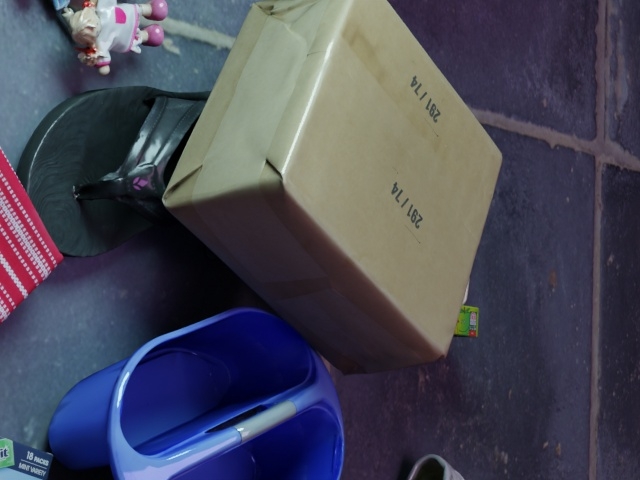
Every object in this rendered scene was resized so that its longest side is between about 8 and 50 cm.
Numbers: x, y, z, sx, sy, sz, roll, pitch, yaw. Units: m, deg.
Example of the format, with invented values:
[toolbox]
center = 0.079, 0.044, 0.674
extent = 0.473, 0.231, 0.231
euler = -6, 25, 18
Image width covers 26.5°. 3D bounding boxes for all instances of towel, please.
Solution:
[towel]
center = -0.356, 0.035, 1.211
extent = 0.275, 0.031, 0.199
euler = -50, 135, -33

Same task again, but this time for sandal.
[sandal]
center = -0.149, -0.097, 1.484
extent = 0.446, 0.107, 0.167
euler = -23, 109, -51

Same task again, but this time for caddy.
[caddy]
center = -0.112, 0.208, 1.425
extent = 0.341, 0.179, 0.241
euler = -21, 87, -52

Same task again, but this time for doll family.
[doll family]
center = -0.237, -0.308, 1.393
extent = 0.163, 0.118, 0.263
euler = -14, 119, -59

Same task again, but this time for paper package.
[paper package]
center = 0.030, -0.069, 1.481
extent = 0.325, 0.168, 0.309
euler = 45, 51, -35

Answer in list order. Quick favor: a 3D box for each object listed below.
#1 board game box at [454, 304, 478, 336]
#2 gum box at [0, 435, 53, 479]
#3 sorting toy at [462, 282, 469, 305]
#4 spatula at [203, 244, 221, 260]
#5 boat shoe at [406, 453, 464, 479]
[board game box]
center = 0.132, 0.105, 1.870
extent = 0.181, 0.092, 0.043
euler = 12, 81, -53
[gum box]
center = -0.342, 0.269, 1.275
extent = 0.157, 0.041, 0.184
euler = 33, 64, -48
[sorting toy]
center = 0.167, -0.015, 1.964
extent = 0.208, 0.038, 0.193
euler = 23, 71, -50
[spatula]
center = -0.040, 0.002, 1.693
extent = 0.296, 0.030, 0.084
euler = -4, 91, -53
[boat shoe]
center = 0.113, 0.439, 1.804
extent = 0.156, 0.136, 0.367
euler = 58, 44, -35
